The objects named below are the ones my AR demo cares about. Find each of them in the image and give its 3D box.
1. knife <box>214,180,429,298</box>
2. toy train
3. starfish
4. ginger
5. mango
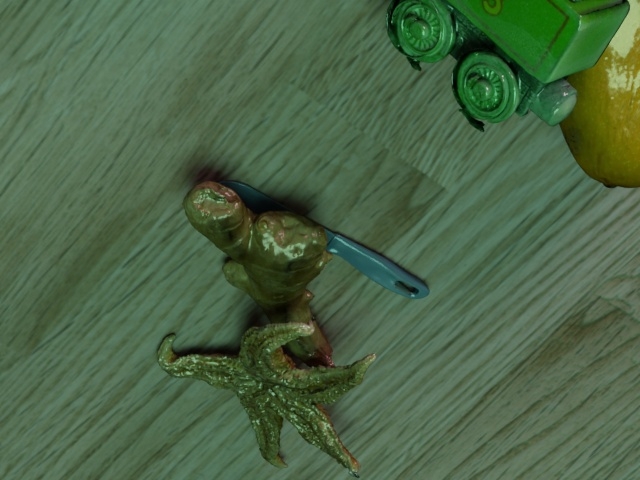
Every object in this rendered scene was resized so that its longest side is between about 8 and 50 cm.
[{"bbox_3d":[0.000,0.000,2.327,0.313,0.019,0.044,29,120,-22],"label":"knife"},{"bbox_3d":[0.190,-0.240,2.047,0.132,0.243,0.188,-21,148,-48],"label":"toy train"},{"bbox_3d":[-0.040,0.187,2.403,0.299,0.060,0.302,1,139,24],"label":"starfish"},{"bbox_3d":[-0.052,0.039,2.303,0.148,0.081,0.333,-12,139,7],"label":"ginger"},{"bbox_3d":[0.341,-0.217,2.130,0.187,0.144,0.359,-12,121,-11],"label":"mango"}]
